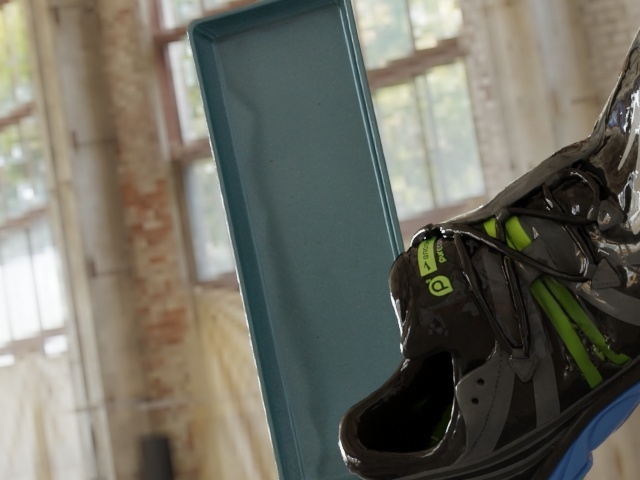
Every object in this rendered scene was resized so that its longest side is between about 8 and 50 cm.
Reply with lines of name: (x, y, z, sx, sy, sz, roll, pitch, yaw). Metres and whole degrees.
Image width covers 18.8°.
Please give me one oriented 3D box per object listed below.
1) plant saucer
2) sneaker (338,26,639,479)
plant saucer: (0.000, 0.000, 0.735, 0.067, 0.192, 0.018, -14, -10, 15)
sneaker: (0.063, 0.013, 0.551, 0.078, 0.067, 0.188, 16, -55, -22)
